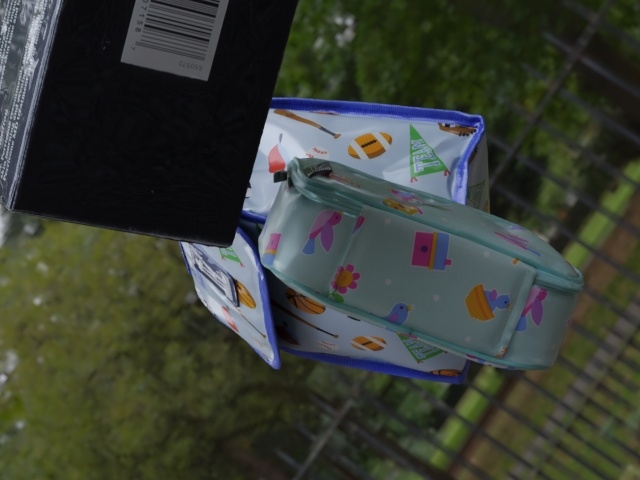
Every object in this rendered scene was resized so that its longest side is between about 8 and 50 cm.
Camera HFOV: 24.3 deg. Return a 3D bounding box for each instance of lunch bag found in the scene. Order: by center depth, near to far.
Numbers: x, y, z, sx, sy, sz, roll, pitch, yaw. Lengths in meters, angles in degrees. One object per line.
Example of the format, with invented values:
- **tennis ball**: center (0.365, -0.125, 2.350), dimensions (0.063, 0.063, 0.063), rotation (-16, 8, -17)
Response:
- **lunch bag**: center (0.080, 0.010, 1.312), dimensions (0.224, 0.279, 0.108), rotation (-104, 35, -78)
- **lunch bag**: center (0.000, 0.000, 1.801), dimensions (0.328, 0.385, 0.239), rotation (81, -157, -54)

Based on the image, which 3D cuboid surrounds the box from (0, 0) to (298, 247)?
- **box**: center (-0.160, -0.209, 1.134), dimensions (0.312, 0.179, 0.343), rotation (33, 110, 57)
